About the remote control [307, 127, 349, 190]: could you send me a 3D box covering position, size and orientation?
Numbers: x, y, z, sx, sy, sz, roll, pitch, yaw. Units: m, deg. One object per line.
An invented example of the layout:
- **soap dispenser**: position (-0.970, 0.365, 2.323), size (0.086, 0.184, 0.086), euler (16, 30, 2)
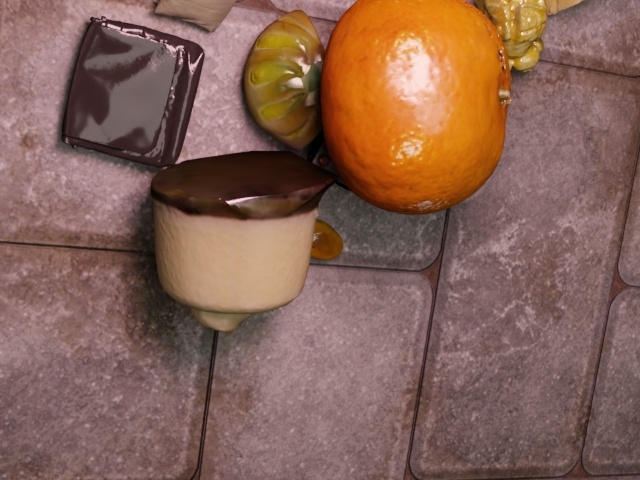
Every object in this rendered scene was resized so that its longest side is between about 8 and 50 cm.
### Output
- **remote control**: position (0.106, -0.303, 1.864), size (0.144, 0.062, 0.399), euler (30, 90, -25)

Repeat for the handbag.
- **handbag**: position (-0.346, -0.271, 1.677), size (0.223, 0.080, 0.247), euler (13, 97, -17)

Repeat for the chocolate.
- **chocolate**: position (-0.148, 0.001, 1.697), size (0.326, 0.314, 0.297), euler (-15, 115, -23)

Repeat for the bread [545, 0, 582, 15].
- **bread**: position (0.604, -0.588, 1.990), size (0.266, 0.142, 0.178), euler (-24, 68, -16)

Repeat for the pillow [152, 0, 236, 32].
- **pillow**: position (-0.214, -0.458, 1.651), size (0.134, 0.181, 0.078), euler (16, 52, -32)

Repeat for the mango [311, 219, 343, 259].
- **mango**: position (0.000, 0.000, 1.886), size (0.114, 0.057, 0.079), euler (23, 87, -33)

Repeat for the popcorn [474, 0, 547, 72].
- **popcorn**: position (0.389, -0.453, 1.907), size (0.173, 0.168, 0.195), euler (-36, 150, -24)

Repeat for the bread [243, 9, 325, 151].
- **bread**: position (-0.066, -0.296, 1.745), size (0.156, 0.158, 0.261), euler (-22, 106, -14)

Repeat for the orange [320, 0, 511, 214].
- **orange**: position (0.181, -0.251, 1.643), size (0.326, 0.424, 0.424), euler (-2, 105, 18)
